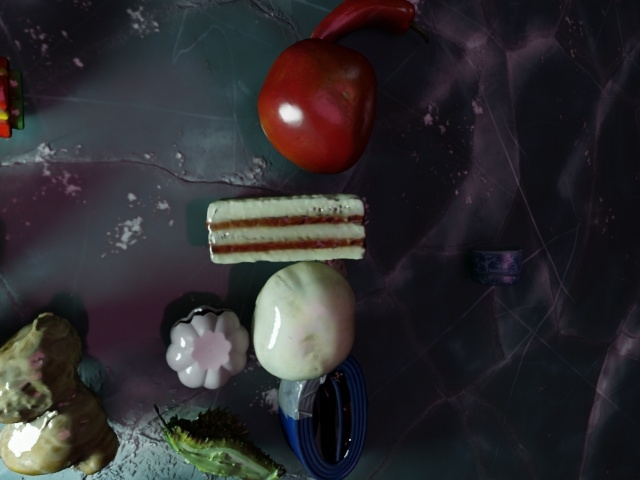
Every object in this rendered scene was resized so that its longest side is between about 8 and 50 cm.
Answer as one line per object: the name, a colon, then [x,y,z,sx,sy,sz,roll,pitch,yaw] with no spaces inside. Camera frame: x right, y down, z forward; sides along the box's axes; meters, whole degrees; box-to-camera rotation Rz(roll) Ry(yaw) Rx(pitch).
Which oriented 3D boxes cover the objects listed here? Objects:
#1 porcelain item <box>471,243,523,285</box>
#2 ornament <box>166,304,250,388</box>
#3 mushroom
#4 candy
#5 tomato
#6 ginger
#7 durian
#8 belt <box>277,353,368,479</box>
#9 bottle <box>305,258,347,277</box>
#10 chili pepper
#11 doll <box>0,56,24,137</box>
porcelain item: [0.542,0.077,1.240,0.147,0.147,0.114,-7,97,-25]
ornament: [-0.243,0.229,0.877,0.177,0.177,0.177,-3,96,-26]
mushroom: [-0.042,0.177,0.917,0.260,0.234,0.254,-39,105,-11]
candy: [-0.069,-0.032,0.851,0.321,0.179,0.135,-1,96,1]
tomato: [0.006,-0.295,0.899,0.298,0.226,0.298,-4,101,-24]
ginger: [-0.522,0.294,0.740,0.256,0.176,0.375,-27,109,-3]
durian: [-0.236,0.462,0.922,0.375,0.106,0.132,38,81,-25]
belt: [0.006,0.433,1.035,0.212,0.117,0.347,-8,100,-26]
bottle: [0.000,0.000,0.997,0.110,0.097,0.209,-26,106,-38]
chili pepper: [0.115,-0.544,1.015,0.368,0.092,0.137,-17,121,-17]
doll: [-0.672,-0.242,0.609,0.363,0.160,0.182,1,102,-26]
